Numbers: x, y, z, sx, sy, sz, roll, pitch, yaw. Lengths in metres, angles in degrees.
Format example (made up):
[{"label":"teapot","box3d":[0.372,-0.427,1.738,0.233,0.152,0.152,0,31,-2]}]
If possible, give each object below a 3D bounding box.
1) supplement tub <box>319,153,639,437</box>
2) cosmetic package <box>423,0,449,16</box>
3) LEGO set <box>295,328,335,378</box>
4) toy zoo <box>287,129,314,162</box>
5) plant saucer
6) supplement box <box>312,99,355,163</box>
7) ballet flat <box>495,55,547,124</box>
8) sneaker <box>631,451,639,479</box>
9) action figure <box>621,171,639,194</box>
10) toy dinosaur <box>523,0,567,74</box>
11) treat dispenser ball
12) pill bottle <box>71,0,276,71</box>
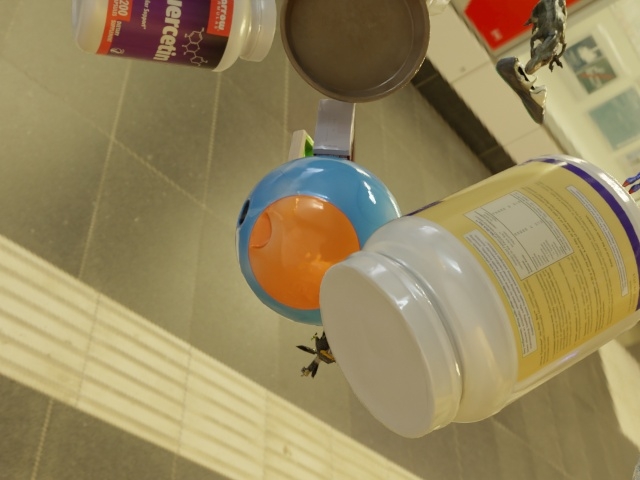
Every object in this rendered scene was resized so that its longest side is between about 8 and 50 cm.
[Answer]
[{"label":"supplement tub","box3d":[0.190,0.059,0.912,0.331,0.241,0.241,-23,86,-26]},{"label":"cosmetic package","box3d":[0.195,-0.637,1.416,0.097,0.377,0.284,-22,68,-38]},{"label":"LEGO set","box3d":[0.131,0.216,1.657,0.331,0.192,0.255,26,76,-17]},{"label":"toy zoo","box3d":[0.001,-0.088,1.810,0.293,0.030,0.193,51,41,-47]},{"label":"plant saucer","box3d":[0.062,-0.387,1.441,0.278,0.277,0.041,60,-7,-6]},{"label":"supplement box","box3d":[0.031,-0.147,1.556,0.239,0.073,0.130,86,9,-56]},{"label":"ballet flat","box3d":[0.508,-0.370,1.934,0.203,0.074,0.074,46,32,-20]},{"label":"sneaker","box3d":[0.541,0.284,1.165,0.114,0.305,0.152,27,40,9]},{"label":"action figure","box3d":[0.487,-0.100,1.171,0.038,0.115,0.030,46,-3,-29]},{"label":"toy dinosaur","box3d":[0.339,-0.331,1.181,0.118,0.063,0.268,77,21,-61]},{"label":"treat dispenser ball","box3d":[0.000,0.000,1.342,0.288,0.288,0.288,39,36,-37]},{"label":"pill bottle","box3d":[-0.246,-0.388,1.340,0.322,0.181,0.182,3,60,-26]}]
